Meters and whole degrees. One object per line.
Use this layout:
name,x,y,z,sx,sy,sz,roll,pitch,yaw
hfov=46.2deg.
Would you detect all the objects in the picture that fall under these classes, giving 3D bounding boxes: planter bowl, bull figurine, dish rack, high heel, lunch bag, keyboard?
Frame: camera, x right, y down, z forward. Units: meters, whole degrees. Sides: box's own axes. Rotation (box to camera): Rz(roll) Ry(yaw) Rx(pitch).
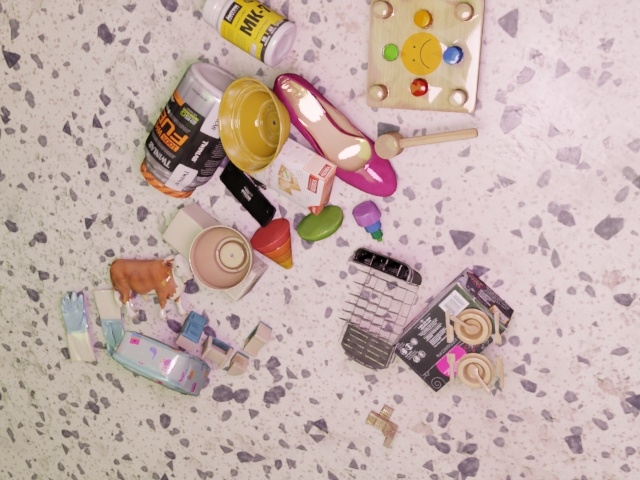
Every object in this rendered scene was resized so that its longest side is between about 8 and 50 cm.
planter bowl,-0.134,-0.269,1.731,0.217,0.090,0.217,14,110,41
bull figurine,-0.462,0.123,2.103,0.310,0.101,0.188,1,100,30
dish rack,0.130,0.171,1.832,0.208,0.074,0.272,21,91,52
high heel,0.031,-0.241,1.766,0.377,0.181,0.127,40,94,7
planter bowl,-0.238,0.040,1.898,0.162,0.109,0.162,1,93,11
lunch bag,-0.439,0.341,2.074,0.224,0.279,0.108,19,75,14
keyboard,-0.179,-0.133,1.972,0.192,0.038,0.100,48,125,11

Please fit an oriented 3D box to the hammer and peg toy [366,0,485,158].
hammer and peg toy,0.236,-0.367,1.694,0.266,0.127,0.361,6,107,17

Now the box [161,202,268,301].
box,-0.284,0.030,2.020,0.275,0.094,0.113,42,114,6

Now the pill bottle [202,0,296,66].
pill bottle,-0.173,-0.520,1.811,0.208,0.119,0.119,33,113,10

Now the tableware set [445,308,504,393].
tableware set,0.348,0.253,1.713,0.128,0.039,0.194,-1,103,21

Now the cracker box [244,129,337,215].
cracker box,-0.080,-0.177,1.857,0.232,0.067,0.156,30,152,11

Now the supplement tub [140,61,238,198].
supplement tub,-0.317,-0.272,1.895,0.193,0.193,0.316,39,114,7

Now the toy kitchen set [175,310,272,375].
toy kitchen set,-0.262,0.249,2.082,0.207,0.122,0.166,33,115,-12

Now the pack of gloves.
pack of gloves,-0.677,0.252,2.273,0.195,0.046,0.232,-2,107,10

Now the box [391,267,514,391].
box,0.317,0.212,1.816,0.163,0.142,0.247,44,114,6

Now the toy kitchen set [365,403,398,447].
toy kitchen set,0.165,0.485,1.985,0.083,0.075,0.068,29,112,7

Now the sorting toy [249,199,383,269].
sorting toy,0.000,0.000,1.913,0.365,0.127,0.126,-13,123,26
